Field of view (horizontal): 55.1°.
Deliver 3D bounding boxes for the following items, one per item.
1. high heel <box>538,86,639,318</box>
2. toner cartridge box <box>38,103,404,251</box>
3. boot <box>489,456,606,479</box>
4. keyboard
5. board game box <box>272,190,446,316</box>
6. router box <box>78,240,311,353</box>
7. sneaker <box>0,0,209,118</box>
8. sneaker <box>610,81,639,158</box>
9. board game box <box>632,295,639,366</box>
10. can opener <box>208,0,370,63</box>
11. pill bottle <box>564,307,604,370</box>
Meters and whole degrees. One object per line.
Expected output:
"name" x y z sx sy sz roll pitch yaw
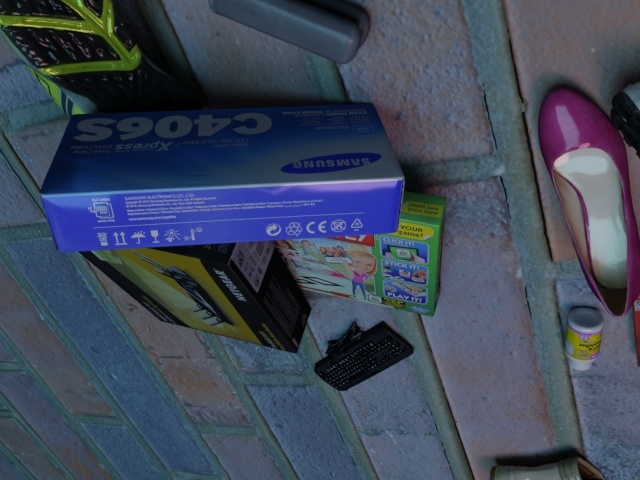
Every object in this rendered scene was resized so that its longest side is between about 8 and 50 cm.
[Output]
"high heel" 0.285 -0.037 0.648 0.082 0.117 0.244 -10 122 30
"toner cartridge box" -0.099 -0.075 0.664 0.348 0.165 0.075 -4 130 -7
"boot" 0.401 0.442 1.010 0.165 0.077 0.213 -27 110 35
"keyboard" 0.053 0.195 0.989 0.100 0.038 0.192 40 130 -10
"board game box" 0.000 0.000 0.811 0.318 0.046 0.213 10 148 16
"router box" -0.167 0.045 0.833 0.243 0.081 0.308 10 154 19
"sneaker" -0.251 -0.184 0.776 0.147 0.145 0.384 35 159 50
"sneaker" 0.394 -0.055 0.563 0.108 0.100 0.271 -37 88 10
"board game box" 0.520 0.092 0.711 0.282 0.027 0.145 -5 125 27
"can opener" -0.079 -0.282 0.638 0.284 0.076 0.095 23 133 3
"pill bottle" 0.345 0.131 0.806 0.044 0.043 0.083 5 128 20
